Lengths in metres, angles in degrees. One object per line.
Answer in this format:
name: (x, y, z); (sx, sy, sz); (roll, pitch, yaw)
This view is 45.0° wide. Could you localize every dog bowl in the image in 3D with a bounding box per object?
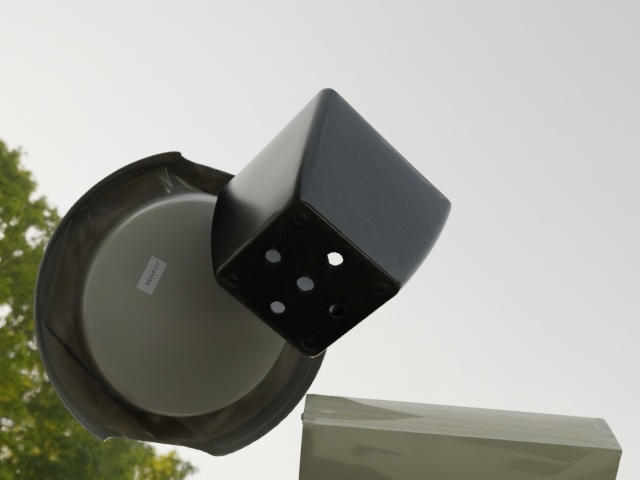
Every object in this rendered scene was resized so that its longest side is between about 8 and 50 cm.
dog bowl: (-0.157, 0.072, 0.893); (0.348, 0.349, 0.102); (34, -16, -25)

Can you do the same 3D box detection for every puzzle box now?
puzzle box: (0.103, 0.342, 0.729); (0.272, 0.052, 0.409); (5, -70, 0)

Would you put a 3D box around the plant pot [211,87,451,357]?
plant pot: (0.000, 0.000, 0.764); (0.188, 0.167, 0.187); (41, -60, -15)
